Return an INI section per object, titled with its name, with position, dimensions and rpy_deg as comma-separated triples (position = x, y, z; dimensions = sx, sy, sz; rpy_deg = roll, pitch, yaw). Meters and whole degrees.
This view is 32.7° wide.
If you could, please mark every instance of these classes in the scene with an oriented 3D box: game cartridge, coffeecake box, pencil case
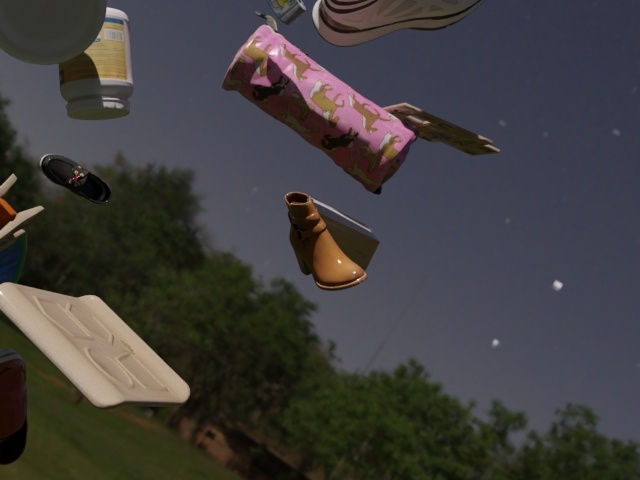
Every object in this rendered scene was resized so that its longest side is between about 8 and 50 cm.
[game cartridge]
position = -0.067, -0.431, 1.954
dimensions = 0.056, 0.017, 0.083
rpy_deg = -35, -94, 36
[coffeecake box]
position = 0.031, -0.017, 2.213
dimensions = 0.142, 0.068, 0.185
rpy_deg = 25, 8, -11
[pencil case]
position = -0.003, -0.254, 2.091
dimensions = 0.386, 0.160, 0.167
rpy_deg = 35, -39, -1

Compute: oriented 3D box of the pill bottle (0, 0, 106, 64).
[pill bottle]
position = -0.501, -0.448, 1.924
dimensions = 0.210, 0.210, 0.363
rpy_deg = 42, 4, -28

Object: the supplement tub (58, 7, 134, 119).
[supplement tub]
position = -0.445, -0.348, 2.156
dimensions = 0.144, 0.200, 0.144
rpy_deg = -4, -4, 0

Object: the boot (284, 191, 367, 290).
[boot]
position = 0.000, 0.000, 1.911
dimensions = 0.197, 0.073, 0.152
rpy_deg = 19, -52, 52

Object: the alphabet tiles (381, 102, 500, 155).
[alphabet tiles]
position = 0.227, -0.215, 2.149
dimensions = 0.237, 0.009, 0.198
rpy_deg = 21, -6, -18

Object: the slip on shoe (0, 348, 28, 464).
[slip on shoe]
position = -0.591, 0.309, 2.020
dimensions = 0.101, 0.123, 0.331
rpy_deg = 52, -33, 27

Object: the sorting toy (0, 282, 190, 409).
[sorting toy]
position = -0.258, 0.126, 1.236
dimensions = 0.193, 0.038, 0.208
rpy_deg = 41, 7, 16

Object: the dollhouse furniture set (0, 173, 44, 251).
[dollhouse furniture set]
position = -0.540, -0.062, 1.453
dimensions = 0.262, 0.135, 0.259
rpy_deg = 49, -43, -6

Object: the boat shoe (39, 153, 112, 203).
[boat shoe]
position = -0.396, -0.101, 1.775
dimensions = 0.042, 0.049, 0.133
rpy_deg = 11, -19, 47

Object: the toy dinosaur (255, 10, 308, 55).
[toy dinosaur]
position = -0.096, -0.459, 2.547
dimensions = 0.118, 0.064, 0.268
rpy_deg = 28, 28, -22

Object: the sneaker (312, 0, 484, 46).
[sneaker]
position = 0.213, -0.544, 2.208
dimensions = 0.169, 0.447, 0.257
rpy_deg = 64, -18, 10

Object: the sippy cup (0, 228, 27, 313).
[sippy cup]
position = -0.663, 0.032, 1.875
dimensions = 0.224, 0.240, 0.305
rpy_deg = 23, -3, 7
